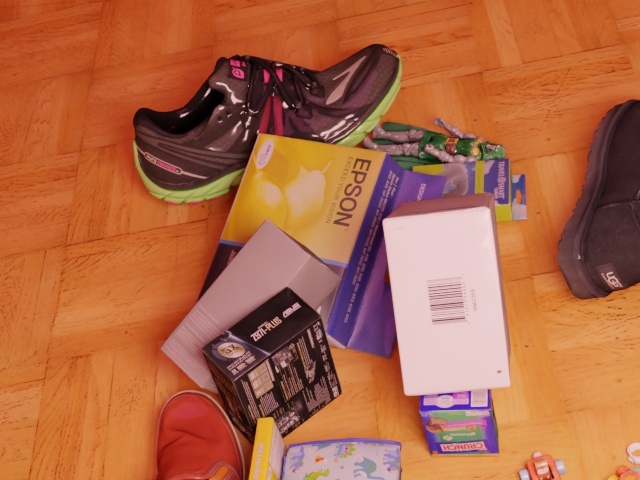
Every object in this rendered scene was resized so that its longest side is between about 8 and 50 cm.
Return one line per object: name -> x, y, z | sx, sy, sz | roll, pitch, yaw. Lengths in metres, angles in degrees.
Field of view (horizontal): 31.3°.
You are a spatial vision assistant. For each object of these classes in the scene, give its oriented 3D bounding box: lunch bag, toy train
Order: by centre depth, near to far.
toy train -> 0.332, 0.291, 1.403 | 0.166, 0.046, 0.125 | -13, 45, 4
lunch bag -> 0.023, 0.320, 1.432 | 0.151, 0.096, 0.129 | 4, 47, 7

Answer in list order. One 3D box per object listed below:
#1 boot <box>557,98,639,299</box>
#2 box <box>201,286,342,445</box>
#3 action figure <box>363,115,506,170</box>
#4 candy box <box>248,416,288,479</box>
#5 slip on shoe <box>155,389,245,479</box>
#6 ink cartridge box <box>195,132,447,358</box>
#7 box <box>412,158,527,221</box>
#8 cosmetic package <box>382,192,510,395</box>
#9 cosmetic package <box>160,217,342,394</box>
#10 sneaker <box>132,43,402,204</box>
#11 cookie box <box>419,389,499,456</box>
boot -> 0.570, -0.089, 1.512 | 0.445, 0.146, 0.367 | -14, 40, 44
box -> -0.061, 0.176, 1.537 | 0.147, 0.180, 0.077 | -36, 51, -18
action figure -> 0.191, -0.155, 1.878 | 0.232, 0.063, 0.137 | 8, 46, 19
candy box -> -0.068, 0.336, 1.435 | 0.027, 0.105, 0.206 | -4, 45, 12
slip on shoe -> -0.163, 0.319, 1.484 | 0.123, 0.101, 0.331 | -15, 43, 5
ink cartridge box -> 0.000, 0.000, 1.713 | 0.307, 0.072, 0.304 | 9, 68, 26
box -> 0.232, -0.074, 1.797 | 0.178, 0.042, 0.109 | -5, 46, 13
cosmetic package -> 0.170, 0.063, 1.489 | 0.138, 0.224, 0.224 | -6, 5, 12
cosmetic package -> -0.094, 0.100, 1.596 | 0.107, 0.127, 0.238 | 37, 88, 29
sneaker -> -0.088, -0.219, 1.892 | 0.482, 0.202, 0.185 | -23, 29, -2
cookie box -> 0.179, 0.233, 1.462 | 0.091, 0.107, 0.040 | -4, 47, 14
